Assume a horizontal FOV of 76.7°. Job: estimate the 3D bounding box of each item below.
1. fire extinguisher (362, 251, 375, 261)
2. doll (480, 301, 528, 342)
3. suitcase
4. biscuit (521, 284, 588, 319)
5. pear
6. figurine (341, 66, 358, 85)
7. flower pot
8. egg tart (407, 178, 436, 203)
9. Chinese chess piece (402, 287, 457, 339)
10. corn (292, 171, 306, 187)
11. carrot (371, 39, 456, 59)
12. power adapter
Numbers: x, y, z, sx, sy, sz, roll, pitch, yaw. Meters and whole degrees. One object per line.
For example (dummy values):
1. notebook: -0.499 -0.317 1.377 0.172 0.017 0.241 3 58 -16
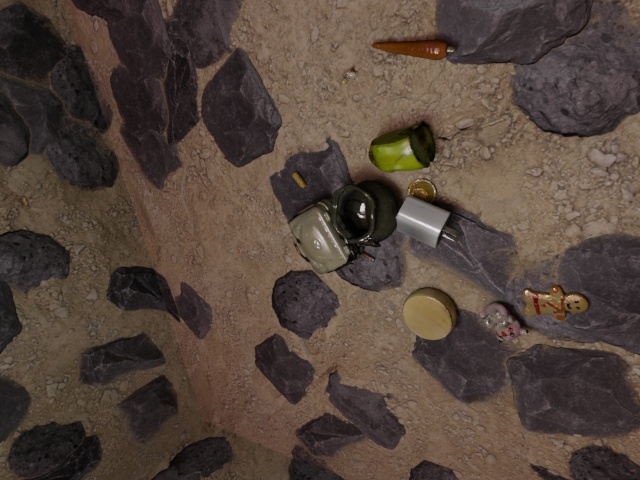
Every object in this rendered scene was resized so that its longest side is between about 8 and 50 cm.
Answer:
1. fire extinguisher: 0.231 0.077 2.005 0.083 0.022 0.028 32 157 17
2. doll: 0.782 0.353 1.734 0.149 0.095 0.192 -32 95 45
3. suitcase: 0.000 0.000 2.005 0.339 0.194 0.352 -24 99 45
4. biscuit: 0.937 0.251 1.624 0.234 0.030 0.153 -3 113 35
5. pear: 0.301 -0.346 1.611 0.255 0.238 0.164 -9 113 34
6. figurine: 0.114 -0.682 1.689 0.047 0.050 0.083 47 129 12
7. flower pot: 0.191 -0.109 1.776 0.301 0.213 0.302 9 102 48
8. egg tart: 0.427 -0.199 1.723 0.128 0.049 0.129 13 117 27
9. Chinese chess piece: 0.513 0.344 1.904 0.250 0.097 0.251 14 119 27
10. corn: -0.107 -0.304 2.029 0.037 0.037 0.092 -36 93 39
11. carrot: 0.342 -0.717 1.516 0.335 0.069 0.069 17 121 29
12. power adapter: 0.456 -0.066 1.685 0.255 0.124 0.187 26 165 20
